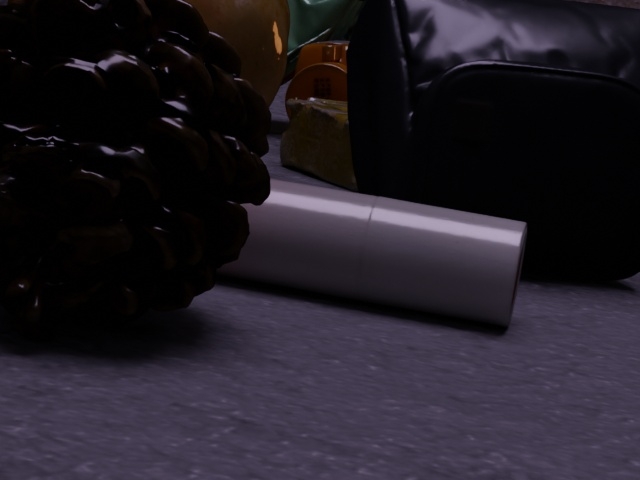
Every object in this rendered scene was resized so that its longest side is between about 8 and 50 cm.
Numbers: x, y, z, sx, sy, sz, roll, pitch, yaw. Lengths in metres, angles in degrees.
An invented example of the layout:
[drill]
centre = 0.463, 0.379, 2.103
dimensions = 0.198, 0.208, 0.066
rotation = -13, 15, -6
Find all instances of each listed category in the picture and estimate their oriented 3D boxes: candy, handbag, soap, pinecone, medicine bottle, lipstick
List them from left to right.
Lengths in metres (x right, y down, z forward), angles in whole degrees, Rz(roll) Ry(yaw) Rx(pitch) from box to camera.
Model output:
[pinecone]
centre = -0.148, -0.056, 1.158
dimensions = 0.243, 0.243, 0.257
rotation = 9, 19, 4
[candy]
centre = -0.090, -0.290, 2.456
dimensions = 0.398, 0.172, 0.263
rotation = -19, -3, -22
[lipstick]
centre = 0.000, 0.000, 1.383
dimensions = 0.326, 0.087, 0.087
rotation = 10, 10, 9
[medicine bottle]
centre = 0.027, -0.193, 2.298
dimensions = 0.112, 0.149, 0.222
rotation = 4, 9, 12
[soap]
centre = 0.123, -0.114, 2.124
dimensions = 0.315, 0.091, 0.199
rotation = 0, 12, -35
[handbag]
centre = 0.185, -0.107, 1.594
dimensions = 0.301, 0.275, 0.178
rotation = 7, -34, -15

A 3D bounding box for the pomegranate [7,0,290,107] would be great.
[pomegranate]
centre = -0.190, -0.222, 1.935
dimensions = 0.342, 0.342, 0.342
rotation = 8, 10, -1
